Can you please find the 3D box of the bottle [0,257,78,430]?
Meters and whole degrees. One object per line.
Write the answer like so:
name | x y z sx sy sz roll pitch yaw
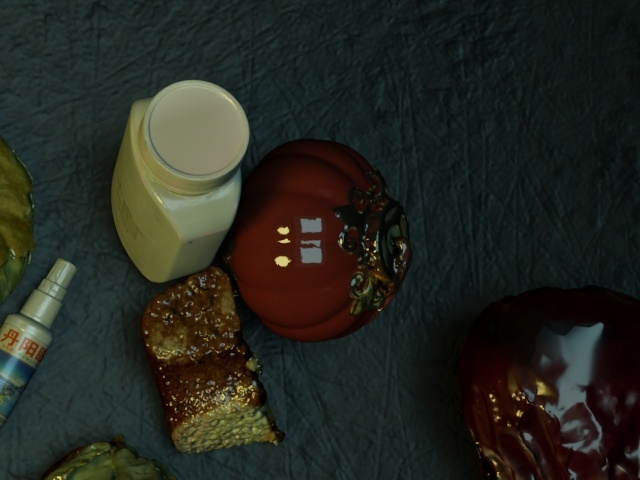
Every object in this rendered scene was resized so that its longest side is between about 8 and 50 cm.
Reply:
bottle | -0.329 0.117 1.799 0.060 0.060 0.217 30 77 -12

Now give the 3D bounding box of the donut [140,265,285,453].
donut | -0.123 0.144 1.831 0.126 0.186 0.144 -19 53 -12

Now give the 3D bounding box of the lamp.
lamp | 0.000 0.000 1.823 0.227 0.227 0.227 1 85 -16

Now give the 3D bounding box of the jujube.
jujube | 0.301 0.217 1.888 0.258 0.258 0.376 -24 103 -17

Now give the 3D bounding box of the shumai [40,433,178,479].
shumai | -0.238 0.284 1.748 0.142 0.184 0.184 37 76 -11

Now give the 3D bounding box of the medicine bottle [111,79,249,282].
medicine bottle | -0.150 -0.066 1.734 0.111 0.296 0.161 -17 76 -16

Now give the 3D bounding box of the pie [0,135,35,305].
pie | -0.419 -0.043 1.727 0.306 0.071 0.306 26 52 -38
